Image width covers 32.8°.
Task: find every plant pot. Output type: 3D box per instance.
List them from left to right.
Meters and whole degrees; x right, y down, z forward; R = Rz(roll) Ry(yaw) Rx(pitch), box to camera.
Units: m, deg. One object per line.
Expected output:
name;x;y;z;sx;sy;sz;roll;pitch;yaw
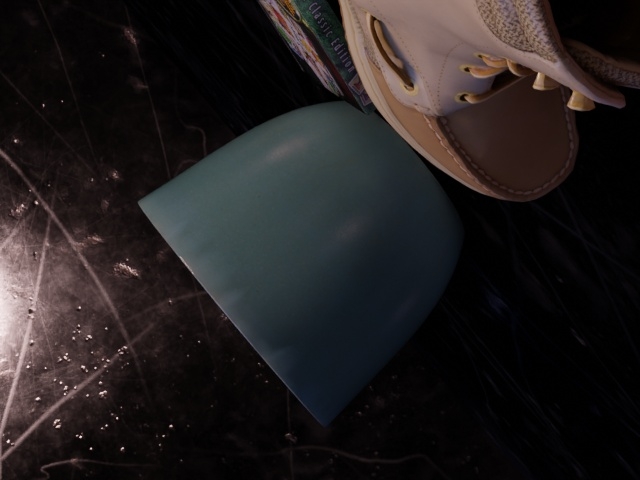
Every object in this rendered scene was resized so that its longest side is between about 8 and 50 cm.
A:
plant pot;0.000;0.000;1.093;0.293;0.235;0.293;50;176;5

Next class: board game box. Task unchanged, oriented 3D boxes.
board game box;-0.040;-0.229;0.943;0.259;0.030;0.136;54;176;-38

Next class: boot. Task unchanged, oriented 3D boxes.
boot;0.090;-0.088;0.458;0.203;0.095;0.262;42;166;53
